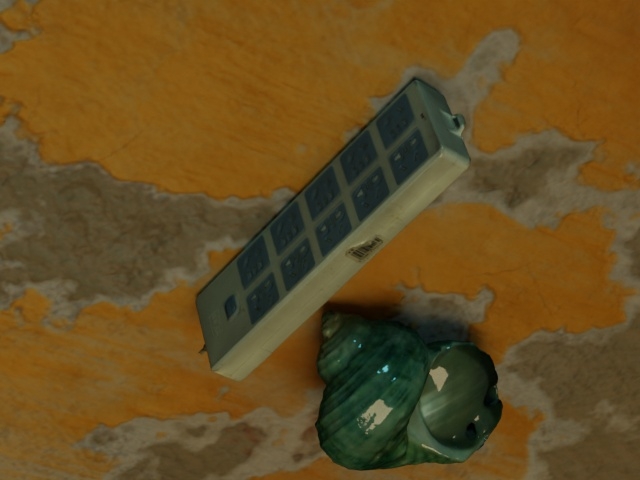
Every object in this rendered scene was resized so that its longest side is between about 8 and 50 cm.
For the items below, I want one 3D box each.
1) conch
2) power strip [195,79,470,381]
[{"bbox_3d":[0.072,0.153,1.820,0.196,0.134,0.202,-50,132,-24],"label":"conch"},{"bbox_3d":[0.000,0.000,1.667,0.043,0.106,0.367,26,121,-35],"label":"power strip"}]
